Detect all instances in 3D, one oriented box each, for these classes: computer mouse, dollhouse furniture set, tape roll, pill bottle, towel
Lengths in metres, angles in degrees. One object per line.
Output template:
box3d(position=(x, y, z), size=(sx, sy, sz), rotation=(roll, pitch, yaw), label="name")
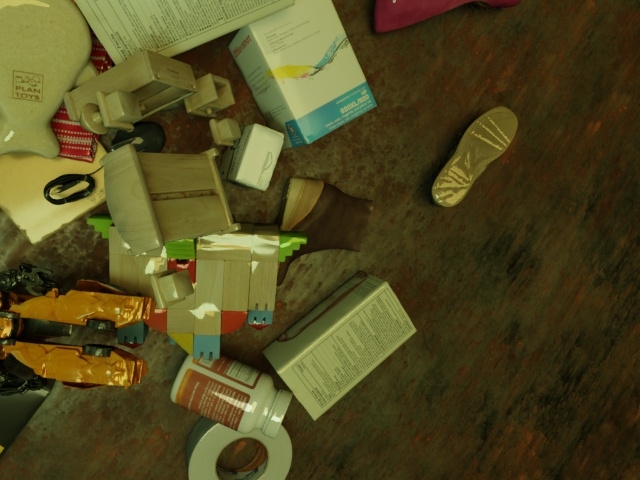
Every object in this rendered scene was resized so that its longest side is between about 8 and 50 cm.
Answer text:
box3d(position=(-0.370, -0.136, 0.843), size=(0.242, 0.041, 0.071), rotation=(-45, 143, -28), label="computer mouse")
box3d(position=(-0.247, -0.087, 0.769), size=(0.173, 0.303, 0.356), rotation=(-15, 91, 24), label="dollhouse furniture set")
box3d(position=(-0.174, 0.458, 1.021), size=(0.219, 0.072, 0.219), rotation=(-3, 99, -22), label="tape roll")
box3d(position=(-0.171, 0.301, 0.936), size=(0.216, 0.121, 0.121), rotation=(23, 88, 3), label="pill bottle")
box3d(position=(-0.469, -0.287, 0.815), size=(0.198, 0.031, 0.275), rotation=(10, 89, -18), label="towel")

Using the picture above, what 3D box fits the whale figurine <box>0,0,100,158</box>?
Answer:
box3d(position=(-0.464, -0.270, 0.748), size=(0.216, 0.141, 0.272), rotation=(-3, 119, -36), label="whale figurine")

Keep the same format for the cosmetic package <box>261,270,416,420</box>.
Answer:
box3d(position=(0.041, 0.220, 1.046), size=(0.296, 0.129, 0.153), rotation=(-36, 110, -14), label="cosmetic package")

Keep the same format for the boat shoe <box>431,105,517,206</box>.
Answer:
box3d(position=(0.355, -0.196, 1.137), size=(0.103, 0.092, 0.285), rotation=(37, 85, -2), label="boat shoe")

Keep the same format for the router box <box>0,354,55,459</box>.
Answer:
box3d(position=(-0.663, 0.273, 0.797), size=(0.309, 0.081, 0.243), rotation=(38, 82, -21), label="router box")

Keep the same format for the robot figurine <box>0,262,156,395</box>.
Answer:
box3d(position=(-0.427, 0.149, 0.777), size=(0.291, 0.085, 0.211), rotation=(5, 82, 6), label="robot figurine")

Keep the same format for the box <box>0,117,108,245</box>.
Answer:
box3d(position=(-0.476, -0.114, 0.854), size=(0.201, 0.021, 0.164), rotation=(-36, 108, -13), label="box")

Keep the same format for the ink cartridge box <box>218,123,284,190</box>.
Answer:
box3d(position=(-0.138, -0.158, 0.911), size=(0.063, 0.150, 0.109), rotation=(19, 89, -27), label="ink cartridge box")

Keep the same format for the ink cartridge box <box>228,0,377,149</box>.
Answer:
box3d(position=(-0.038, -0.321, 0.920), size=(0.168, 0.171, 0.233), rotation=(-32, 108, -15), label="ink cartridge box")

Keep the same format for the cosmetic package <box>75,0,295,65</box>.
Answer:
box3d(position=(-0.213, -0.406, 0.759), size=(0.309, 0.113, 0.160), rotation=(-19, 131, 6), label="cosmetic package")

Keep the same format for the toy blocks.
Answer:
box3d(position=(-0.229, 0.096, 0.891), size=(0.381, 0.191, 0.261), rotation=(3, 105, -9), label="toy blocks")

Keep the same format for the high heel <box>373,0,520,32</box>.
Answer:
box3d(position=(0.288, -0.534, 1.082), size=(0.377, 0.127, 0.181), rotation=(3, 125, -26), label="high heel")

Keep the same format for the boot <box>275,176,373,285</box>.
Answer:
box3d(position=(0.000, 0.000, 1.020), size=(0.206, 0.090, 0.248), rotation=(17, 87, -21), label="boot")
